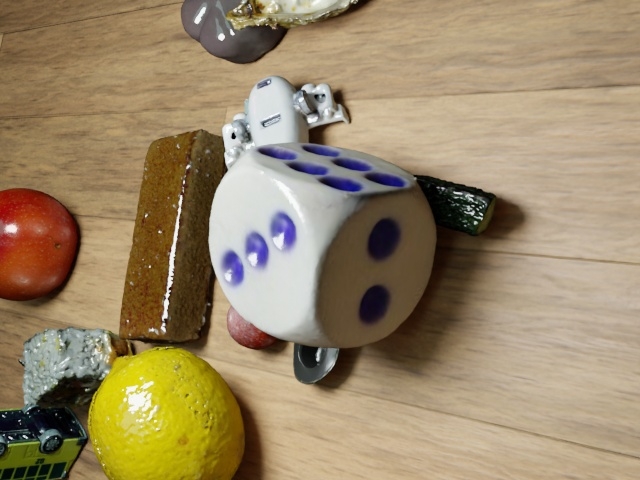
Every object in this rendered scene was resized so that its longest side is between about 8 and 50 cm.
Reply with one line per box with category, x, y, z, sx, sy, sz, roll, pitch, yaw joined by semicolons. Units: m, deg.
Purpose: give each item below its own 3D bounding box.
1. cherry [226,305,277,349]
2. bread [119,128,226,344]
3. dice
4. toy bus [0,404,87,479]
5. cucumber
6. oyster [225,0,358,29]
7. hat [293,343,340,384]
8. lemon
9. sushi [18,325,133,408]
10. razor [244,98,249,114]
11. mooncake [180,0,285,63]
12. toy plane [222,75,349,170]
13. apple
cherry;-0.089;0.132;1.518;0.226;0.090;0.106;-14;60;52
bread;-0.286;-0.004;1.723;0.165;0.113;0.416;-2;77;40
dice;0.000;0.000;1.344;0.259;0.243;0.251;30;122;44
toy bus;-0.638;0.427;1.824;0.128;0.262;0.150;41;113;40
cucumber;0.165;-0.065;1.371;0.265;0.077;0.077;19;92;42
oyster;-0.010;-0.454;1.580;0.345;0.078;0.128;-19;84;14
hat;-0.001;0.183;1.466;0.121;0.050;0.121;-10;77;45
lemon;-0.262;0.330;1.523;0.258;0.258;0.310;-37;74;28
sushi;-0.509;0.263;1.798;0.274;0.184;0.139;-31;59;33
razor;-0.140;-0.175;1.697;0.084;0.036;0.211;-4;69;16
mooncake;-0.165;-0.472;1.730;0.245;0.133;0.244;-4;84;36
toy plane;-0.066;-0.187;1.582;0.245;0.117;0.244;-10;66;22
apple;-0.682;0.006;1.997;0.261;0.217;0.260;-9;75;36
